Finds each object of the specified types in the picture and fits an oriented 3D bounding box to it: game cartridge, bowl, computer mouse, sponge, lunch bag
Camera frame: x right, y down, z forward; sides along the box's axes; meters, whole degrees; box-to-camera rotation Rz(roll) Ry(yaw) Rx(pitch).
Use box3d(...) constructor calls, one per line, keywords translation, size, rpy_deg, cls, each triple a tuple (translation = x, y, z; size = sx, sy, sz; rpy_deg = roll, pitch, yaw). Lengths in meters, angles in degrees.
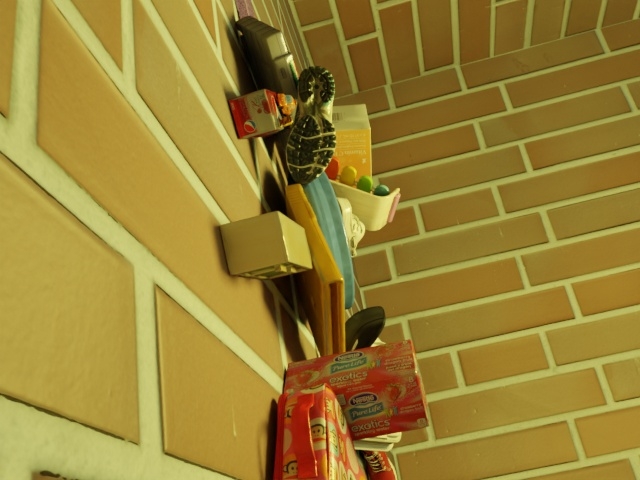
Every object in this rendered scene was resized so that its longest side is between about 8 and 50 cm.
box3d(translation=(-0.104, -0.382, 1.754), size=(0.230, 0.068, 0.355), rpy_deg=(40, -26, 51), cls="game cartridge")
box3d(translation=(0.000, 0.000, 1.705), size=(0.391, 0.077, 0.392), rpy_deg=(167, -90, -82), cls="bowl")
box3d(translation=(0.057, 0.266, 1.532), size=(0.060, 0.262, 0.184), rpy_deg=(31, 17, -19), cls="computer mouse")
box3d(translation=(-0.205, -0.632, 1.869), size=(0.117, 0.031, 0.210), rpy_deg=(-28, 105, -83), cls="sponge")
box3d(translation=(-0.013, 0.078, 1.512), size=(0.324, 0.052, 0.285), rpy_deg=(-111, -167, -46), cls="game cartridge")
box3d(translation=(-0.003, 0.385, 1.117), size=(0.293, 0.120, 0.258), rpy_deg=(-91, 165, -61), cls="lunch bag")

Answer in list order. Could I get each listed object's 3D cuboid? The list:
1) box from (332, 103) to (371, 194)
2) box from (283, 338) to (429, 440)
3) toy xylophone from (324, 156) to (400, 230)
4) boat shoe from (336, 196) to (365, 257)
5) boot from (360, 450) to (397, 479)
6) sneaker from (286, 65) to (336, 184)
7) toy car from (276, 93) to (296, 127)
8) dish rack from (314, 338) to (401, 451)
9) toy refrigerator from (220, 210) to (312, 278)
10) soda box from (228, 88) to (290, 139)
box3d(translation=(0.041, -0.212, 2.053), size=(0.168, 0.214, 0.346), rpy_deg=(-93, 179, -54), cls="box")
box3d(translation=(0.069, 0.294, 1.311), size=(0.123, 0.256, 0.128), rpy_deg=(-86, 161, -65), cls="box")
box3d(translation=(0.045, -0.107, 1.887), size=(0.236, 0.322, 0.081), rpy_deg=(-65, 178, 40), cls="toy xylophone")
box3d(translation=(0.069, -0.033, 1.795), size=(0.277, 0.096, 0.098), rpy_deg=(95, -20, -62), cls="boat shoe")
box3d(translation=(0.173, 0.703, 2.155), size=(0.176, 0.088, 0.244), rpy_deg=(44, 25, -77), cls="boot")
box3d(translation=(-0.016, -0.255, 1.600), size=(0.122, 0.110, 0.283), rpy_deg=(107, -8, -74), cls="sneaker")
box3d(translation=(-0.070, -0.278, 1.511), size=(0.060, 0.040, 0.122), rpy_deg=(68, 9, -48), cls="toy car")
box3d(translation=(0.115, 0.384, 1.826), size=(0.285, 0.072, 0.333), rpy_deg=(23, 49, -47), cls="dish rack")
box3d(translation=(-0.088, 0.020, 1.223), size=(0.269, 0.102, 0.094), rpy_deg=(38, 39, -81), cls="toy refrigerator")
box3d(translation=(-0.132, -0.282, 1.538), size=(0.263, 0.083, 0.092), rpy_deg=(-68, 142, -80), cls="soda box")
